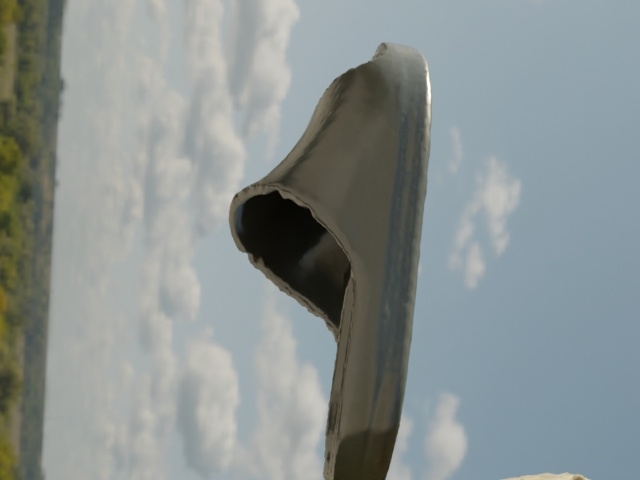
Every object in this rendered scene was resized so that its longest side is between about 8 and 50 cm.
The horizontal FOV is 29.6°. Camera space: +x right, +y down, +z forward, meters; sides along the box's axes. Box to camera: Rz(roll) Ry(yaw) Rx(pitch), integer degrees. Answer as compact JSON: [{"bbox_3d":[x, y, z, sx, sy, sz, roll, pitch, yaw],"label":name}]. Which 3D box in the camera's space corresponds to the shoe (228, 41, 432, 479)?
[{"bbox_3d":[0.000,0.000,0.581,0.108,0.093,0.241,96,-1,-57],"label":"shoe"}]

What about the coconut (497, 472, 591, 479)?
[{"bbox_3d":[0.090,0.282,0.490,0.404,0.404,0.405,-177,-90,-78],"label":"coconut"}]
